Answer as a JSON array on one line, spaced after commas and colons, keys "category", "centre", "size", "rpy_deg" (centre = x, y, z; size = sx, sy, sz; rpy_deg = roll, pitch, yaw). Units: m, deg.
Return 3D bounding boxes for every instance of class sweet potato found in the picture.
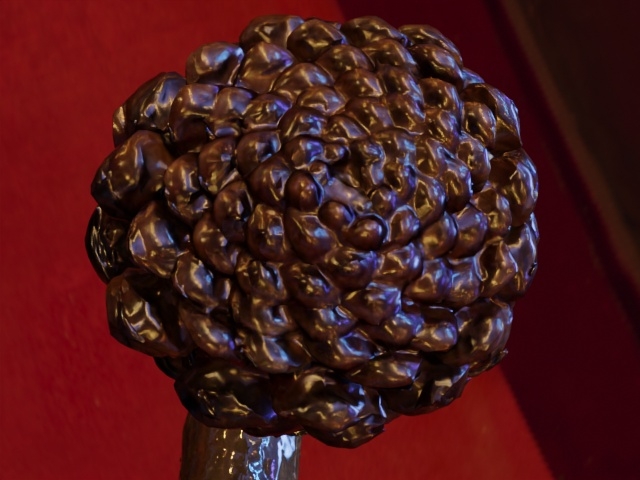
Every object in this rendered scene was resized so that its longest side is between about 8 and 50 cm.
[{"category": "sweet potato", "centre": [-0.037, 0.153, 1.144], "size": [0.112, 0.085, 0.286], "rpy_deg": [-5, 55, 17]}]

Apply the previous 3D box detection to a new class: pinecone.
[{"category": "pinecone", "centre": [0.000, 0.000, 0.902], "size": [0.221, 0.221, 0.221], "rpy_deg": [0, 67, 1]}]
